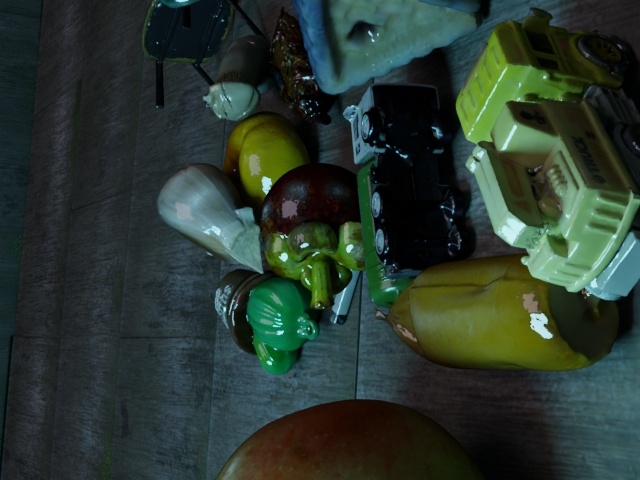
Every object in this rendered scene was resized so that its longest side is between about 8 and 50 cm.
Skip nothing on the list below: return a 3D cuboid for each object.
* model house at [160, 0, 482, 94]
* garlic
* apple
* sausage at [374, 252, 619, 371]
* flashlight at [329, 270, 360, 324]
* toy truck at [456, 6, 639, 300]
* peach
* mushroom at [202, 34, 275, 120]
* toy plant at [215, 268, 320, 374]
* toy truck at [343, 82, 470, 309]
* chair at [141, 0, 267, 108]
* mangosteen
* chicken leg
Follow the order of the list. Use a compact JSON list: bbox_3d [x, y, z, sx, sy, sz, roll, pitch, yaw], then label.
[{"bbox_3d":[-0.028,-0.371,1.232,0.400,0.445,0.395,-51,43,45],"label":"model house"},{"bbox_3d":[-0.167,-0.036,1.655,0.266,0.128,0.148,-156,63,-77],"label":"garlic"},{"bbox_3d":[0.024,0.308,1.128,0.277,0.319,0.319,-88,21,-49],"label":"apple"},{"bbox_3d":[0.154,0.072,1.135,0.328,0.112,0.112,-10,76,63],"label":"sausage"},{"bbox_3d":[0.032,0.066,1.484,0.018,0.018,0.083,47,125,58],"label":"flashlight"},{"bbox_3d":[0.197,-0.078,0.999,0.272,0.157,0.124,-99,28,-45],"label":"toy truck"},{"bbox_3d":[-0.077,-0.093,1.646,0.179,0.103,0.179,-175,90,-68],"label":"peach"},{"bbox_3d":[-0.109,-0.236,1.675,0.223,0.081,0.092,-74,-8,-67],"label":"mushroom"},{"bbox_3d":[-0.067,0.109,1.587,0.200,0.105,0.143,31,121,49],"label":"toy plant"},{"bbox_3d":[0.091,-0.047,1.306,0.125,0.101,0.242,132,136,-67],"label":"toy truck"},{"bbox_3d":[-0.201,-0.345,1.906,0.247,0.172,0.159,63,140,38],"label":"chair"},{"bbox_3d":[-0.006,-0.011,1.402,0.156,0.146,0.181,-30,20,34],"label":"mangosteen"},{"bbox_3d":[-0.026,-0.234,1.620,0.105,0.063,0.234,-66,30,24],"label":"chicken leg"}]
